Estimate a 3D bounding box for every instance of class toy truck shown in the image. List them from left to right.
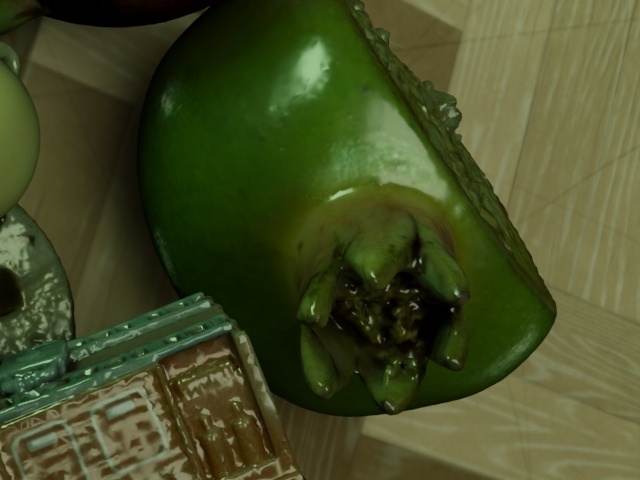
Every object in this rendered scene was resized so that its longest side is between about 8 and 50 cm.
[{"bbox_3d":[-0.161,0.147,0.824,0.305,0.136,0.162,-21,104,-11],"label":"toy truck"}]

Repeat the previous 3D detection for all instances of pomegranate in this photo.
[{"bbox_3d":[0.000,0.000,0.965,0.216,0.358,0.310,-28,113,14],"label":"pomegranate"}]

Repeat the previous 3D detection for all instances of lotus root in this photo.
[{"bbox_3d":[-0.245,0.031,0.917,0.138,0.119,0.235,-45,107,-26],"label":"lotus root"}]

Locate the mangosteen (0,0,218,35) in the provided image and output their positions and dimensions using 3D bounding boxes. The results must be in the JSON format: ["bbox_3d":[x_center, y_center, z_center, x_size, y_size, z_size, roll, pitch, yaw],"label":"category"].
[{"bbox_3d":[-0.164,-0.261,0.888,0.359,0.306,0.306,-30,102,-14],"label":"mangosteen"}]

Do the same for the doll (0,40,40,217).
[{"bbox_3d":[-0.231,-0.002,0.794,0.141,0.117,0.296,57,34,-33],"label":"doll"}]
